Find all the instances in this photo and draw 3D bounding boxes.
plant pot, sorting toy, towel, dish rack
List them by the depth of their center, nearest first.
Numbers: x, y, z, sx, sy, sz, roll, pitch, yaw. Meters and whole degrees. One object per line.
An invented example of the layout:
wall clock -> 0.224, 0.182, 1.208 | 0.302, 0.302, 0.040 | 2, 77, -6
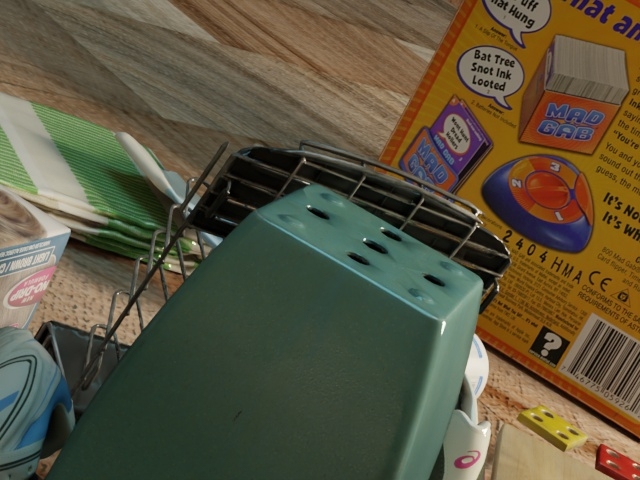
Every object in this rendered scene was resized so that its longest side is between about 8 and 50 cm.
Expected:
plant pot -> -0.023, 0.101, 0.816 | 0.165, 0.234, 0.166 | 31, 16, 9
dish rack -> -0.029, 0.043, 0.954 | 0.208, 0.271, 0.074 | 19, 38, -25
sorting toy -> 0.178, 0.199, 1.165 | 0.132, 0.046, 0.274 | 28, 17, 1
towel -> -0.255, -0.070, 1.319 | 0.325, 0.038, 0.248 | 16, 20, -31

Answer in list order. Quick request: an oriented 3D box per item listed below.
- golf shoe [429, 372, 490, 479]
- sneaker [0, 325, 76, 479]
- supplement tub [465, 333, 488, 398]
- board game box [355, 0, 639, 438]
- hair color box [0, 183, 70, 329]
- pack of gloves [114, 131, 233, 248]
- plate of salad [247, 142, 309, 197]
golf shoe -> 0.058, 0.120, 1.093 | 0.105, 0.120, 0.273 | 20, 17, -19
sneaker -> -0.187, 0.114, 0.802 | 0.086, 0.085, 0.237 | 53, 24, -4
supplement tub -> 0.077, 0.099, 1.266 | 0.107, 0.071, 0.071 | 8, 25, -50
board game box -> 0.292, -0.075, 1.617 | 0.357, 0.356, 0.356 | 32, 17, 14
hair color box -> -0.344, -0.043, 0.975 | 0.347, 0.105, 0.174 | 32, 18, 14
pack of gloves -> -0.046, -0.002, 1.319 | 0.195, 0.046, 0.232 | 34, 9, -46
plate of salad -> 0.000, 0.000, 1.373 | 0.200, 0.048, 0.200 | 49, -6, 7
